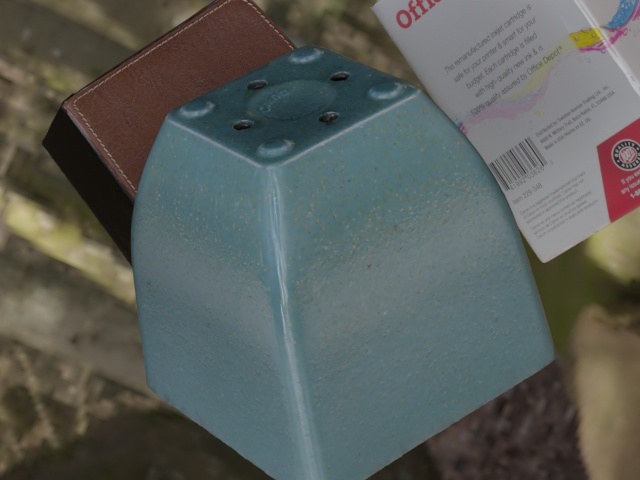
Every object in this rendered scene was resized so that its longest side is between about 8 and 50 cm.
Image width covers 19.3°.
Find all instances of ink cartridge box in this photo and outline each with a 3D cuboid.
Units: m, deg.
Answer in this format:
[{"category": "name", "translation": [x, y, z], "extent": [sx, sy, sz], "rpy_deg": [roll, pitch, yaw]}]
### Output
[{"category": "ink cartridge box", "translation": [0.225, -0.166, 1.774], "extent": [0.131, 0.306, 0.226], "rpy_deg": [-31, -2, -41]}]

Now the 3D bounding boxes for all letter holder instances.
[{"category": "letter holder", "translation": [-0.073, -0.043, 1.716], "extent": [0.214, 0.302, 0.152], "rpy_deg": [-36, 0, -18]}]

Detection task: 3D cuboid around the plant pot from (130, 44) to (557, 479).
[{"category": "plant pot", "translation": [0.000, 0.000, 1.444], "extent": [0.247, 0.252, 0.247], "rpy_deg": [-29, 35, -26]}]
